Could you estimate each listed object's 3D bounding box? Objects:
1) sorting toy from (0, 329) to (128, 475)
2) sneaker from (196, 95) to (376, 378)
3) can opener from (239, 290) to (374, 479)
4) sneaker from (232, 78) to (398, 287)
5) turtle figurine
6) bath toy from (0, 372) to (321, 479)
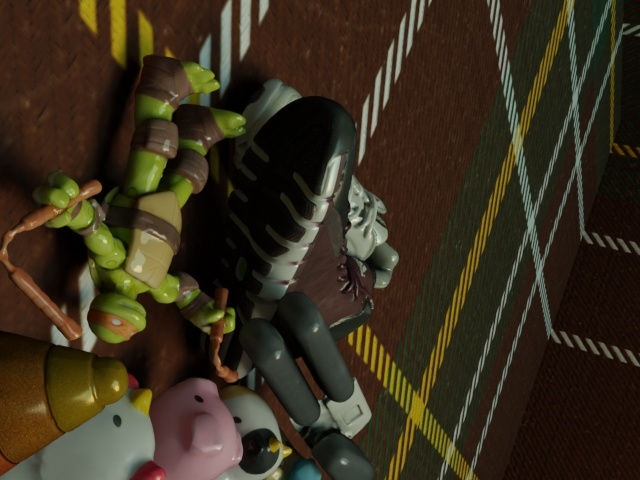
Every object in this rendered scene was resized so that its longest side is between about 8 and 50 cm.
[{"bbox_3d":[-0.184,-0.006,0.375,0.127,0.126,0.365,-100,-178,-50],"label":"sorting toy"},{"bbox_3d":[0.000,0.000,0.734,0.163,0.106,0.281,-1,130,-38],"label":"sneaker"},{"bbox_3d":[0.008,0.151,0.741,0.076,0.095,0.283,-35,148,-8],"label":"can opener"},{"bbox_3d":[0.005,-0.046,0.806,0.110,0.118,0.292,-61,150,-23],"label":"sneaker"},{"bbox_3d":[-0.121,-0.009,0.601,0.269,0.087,0.217,43,57,-52],"label":"turtle figurine"},{"bbox_3d":[-0.114,0.180,0.672,0.151,0.129,0.348,-68,153,-14],"label":"bath toy"}]
